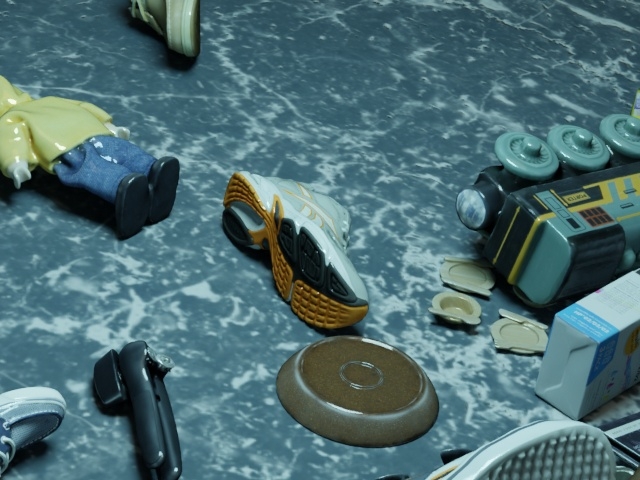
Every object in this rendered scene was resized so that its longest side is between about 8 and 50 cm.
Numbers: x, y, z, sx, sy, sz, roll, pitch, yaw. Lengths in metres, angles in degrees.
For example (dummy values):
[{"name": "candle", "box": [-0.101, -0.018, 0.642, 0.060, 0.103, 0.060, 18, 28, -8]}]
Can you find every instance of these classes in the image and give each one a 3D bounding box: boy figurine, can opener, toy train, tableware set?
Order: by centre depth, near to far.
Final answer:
[{"name": "can opener", "box": [-0.163, 0.164, 1.772, 0.059, 0.073, 0.186, 37, 16, -40]}, {"name": "tableware set", "box": [0.193, 0.067, 2.048, 0.141, 0.020, 0.169, 15, 32, 7]}, {"name": "boy figurine", "box": [-0.305, -0.105, 2.106, 0.285, 0.092, 0.177, 25, 35, 23]}, {"name": "toy train", "box": [0.313, -0.036, 2.119, 0.334, 0.142, 0.190, -12, 49, -38]}]

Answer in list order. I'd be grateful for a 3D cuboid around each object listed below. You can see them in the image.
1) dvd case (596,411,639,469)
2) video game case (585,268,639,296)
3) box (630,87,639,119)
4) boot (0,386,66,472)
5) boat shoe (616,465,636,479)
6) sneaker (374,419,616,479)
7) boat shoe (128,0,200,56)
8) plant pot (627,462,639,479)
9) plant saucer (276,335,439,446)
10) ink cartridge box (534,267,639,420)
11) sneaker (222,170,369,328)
[{"name": "dvd case", "box": [0.396, 0.232, 1.820, 0.221, 0.018, 0.164, 33, 25, 31]}, {"name": "video game case", "box": [0.365, 0.045, 2.139, 0.166, 0.015, 0.119, 17, 32, 11]}, {"name": "box", "box": [0.457, -0.143, 2.437, 0.105, 0.043, 0.179, 15, 34, 7]}, {"name": "boot", "box": [-0.303, 0.199, 1.663, 0.190, 0.069, 0.086, -19, 49, -27]}, {"name": "boat shoe", "box": [0.238, 0.251, 1.725, 0.219, 0.070, 0.078, -21, 44, -40]}, {"name": "sneaker", "box": [0.103, 0.246, 1.588, 0.321, 0.126, 0.127, -30, 21, -24]}, {"name": "boat shoe", "box": [-0.213, -0.323, 2.466, 0.098, 0.109, 0.302, -1, 28, -9]}, {"name": "plant pot", "box": [0.322, 0.266, 1.655, 0.167, 0.167, 0.165, 31, 44, 29]}, {"name": "plant saucer", "box": [0.040, 0.145, 1.874, 0.168, 0.029, 0.168, 8, 31, -5]}, {"name": "ink cartridge box", "box": [0.311, 0.103, 1.947, 0.061, 0.104, 0.181, 33, 38, 31]}, {"name": "sneaker", "box": [0.000, 0.000, 2.031, 0.121, 0.099, 0.262, -5, 36, -32]}]
